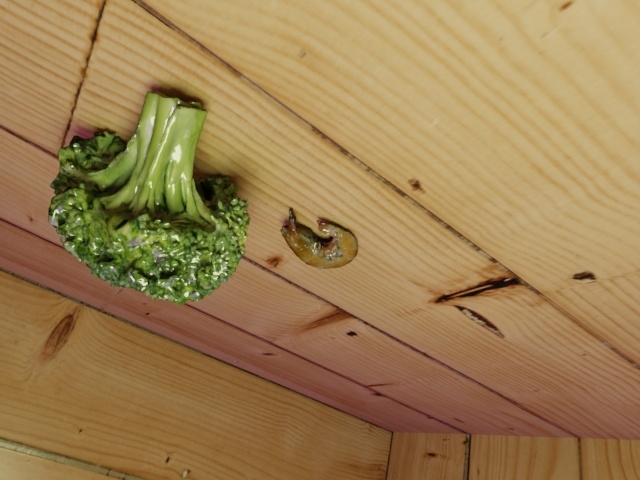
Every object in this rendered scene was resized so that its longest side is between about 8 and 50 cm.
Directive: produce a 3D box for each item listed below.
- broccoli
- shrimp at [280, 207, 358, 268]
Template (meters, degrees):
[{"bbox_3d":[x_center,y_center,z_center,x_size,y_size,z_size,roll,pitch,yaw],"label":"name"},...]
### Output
[{"bbox_3d":[-0.253,-0.071,0.738,0.375,0.302,0.249,33,180,26],"label":"broccoli"},{"bbox_3d":[-0.001,-0.003,0.889,0.132,0.052,0.187,-30,135,27],"label":"shrimp"}]
